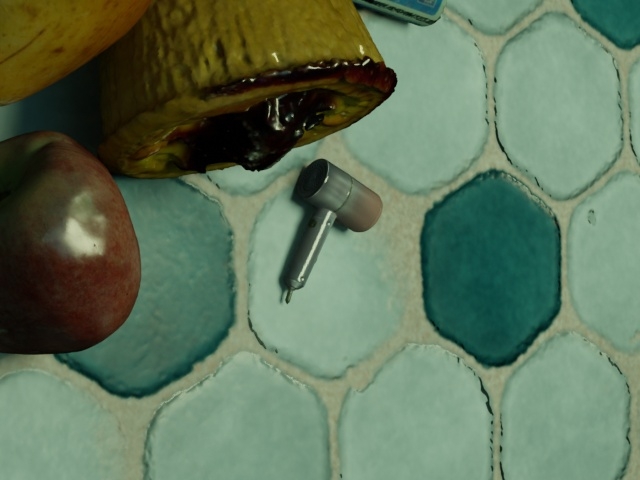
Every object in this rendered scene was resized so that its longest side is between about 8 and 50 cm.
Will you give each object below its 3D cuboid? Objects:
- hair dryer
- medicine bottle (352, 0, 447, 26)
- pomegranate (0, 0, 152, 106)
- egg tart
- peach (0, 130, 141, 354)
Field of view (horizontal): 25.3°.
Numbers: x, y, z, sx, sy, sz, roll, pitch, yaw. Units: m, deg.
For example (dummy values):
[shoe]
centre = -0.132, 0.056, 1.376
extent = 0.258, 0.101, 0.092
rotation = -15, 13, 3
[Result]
[hair dryer]
centre = 0.000, 0.000, 1.111
extent = 0.063, 0.037, 0.114
rotation = 33, 75, -31
[medicine bottle]
centre = 0.018, -0.217, 1.129
extent = 0.191, 0.051, 0.051
rotation = 13, 78, -36
[pomegranate]
centre = -0.217, -0.205, 0.838
extent = 0.264, 0.264, 0.264
rotation = 4, 83, -36
[egg tart]
centre = -0.065, -0.131, 0.977
extent = 0.215, 0.215, 0.170
rotation = -11, 80, -37
[peach]
centre = -0.182, 0.013, 0.912
extent = 0.152, 0.152, 0.152
rotation = 4, 83, -36
